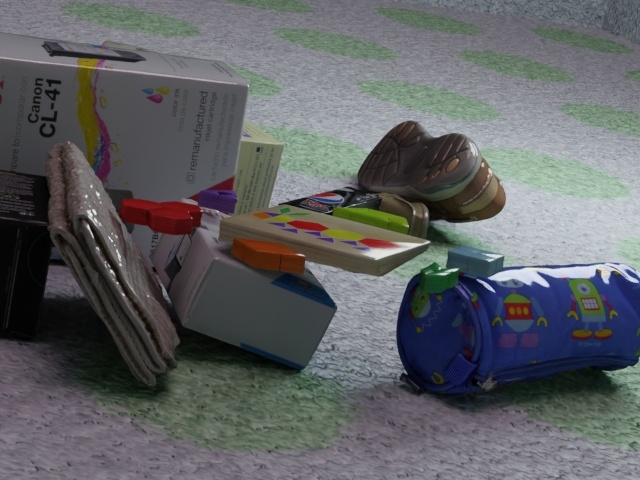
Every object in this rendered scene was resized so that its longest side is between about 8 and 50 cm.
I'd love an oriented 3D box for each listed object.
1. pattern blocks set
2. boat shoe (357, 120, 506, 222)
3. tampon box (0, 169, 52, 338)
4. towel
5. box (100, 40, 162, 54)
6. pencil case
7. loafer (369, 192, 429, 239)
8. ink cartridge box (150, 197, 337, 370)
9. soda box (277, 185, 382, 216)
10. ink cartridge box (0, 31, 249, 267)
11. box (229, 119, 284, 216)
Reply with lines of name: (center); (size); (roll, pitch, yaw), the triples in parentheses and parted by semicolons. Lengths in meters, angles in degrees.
pattern blocks set: (0.000, 0.000, 1.622); (0.325, 0.026, 0.285); (16, 15, 33)
boat shoe: (0.150, -0.081, 2.292); (0.116, 0.123, 0.324); (42, -4, -21)
tampon box: (-0.317, 0.008, 1.616); (0.102, 0.120, 0.161); (8, 16, -12)
towel: (-0.200, 0.015, 1.587); (0.049, 0.187, 0.282); (-28, 22, -1)
box: (-0.293, -0.201, 2.357); (0.094, 0.113, 0.275); (12, 18, -1)
pencil case: (0.216, 0.089, 1.716); (0.306, 0.119, 0.133); (-3, 56, -41)
loafer: (0.095, -0.029, 2.153); (0.050, 0.056, 0.148); (4, 8, -21)
ink cartridge box: (-0.081, 0.041, 1.689); (0.140, 0.082, 0.190); (22, 10, -21)
soda box: (0.009, -0.024, 2.055); (0.053, 0.060, 0.169); (19, 18, 27)
ink cartridge box: (-0.251, -0.095, 1.826); (0.306, 0.226, 0.131); (4, 17, -20)
box: (-0.208, -0.109, 2.069); (0.243, 0.117, 0.213); (5, 18, -34)
